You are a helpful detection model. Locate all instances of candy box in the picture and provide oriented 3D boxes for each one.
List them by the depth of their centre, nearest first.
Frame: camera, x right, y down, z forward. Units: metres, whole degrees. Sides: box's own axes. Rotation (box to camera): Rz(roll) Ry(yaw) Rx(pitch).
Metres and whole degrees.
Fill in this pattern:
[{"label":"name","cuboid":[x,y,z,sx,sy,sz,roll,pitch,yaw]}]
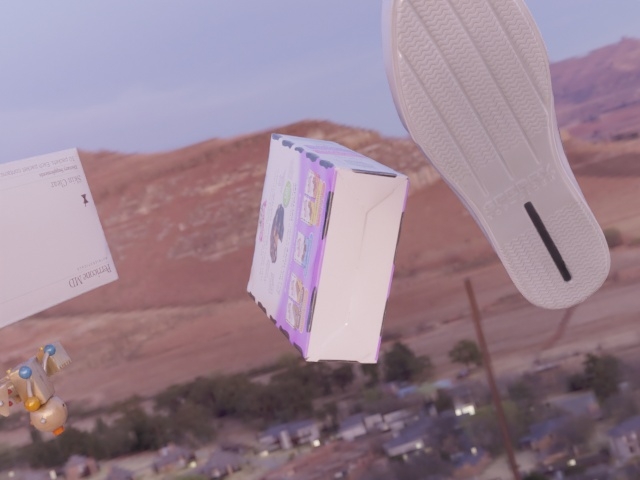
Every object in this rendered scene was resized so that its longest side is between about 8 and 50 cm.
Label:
[{"label":"candy box","cuboid":[0.000,0.000,0.954,0.070,0.164,0.196,5,13,-20]}]

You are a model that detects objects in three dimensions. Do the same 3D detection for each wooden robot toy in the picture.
[{"label":"wooden robot toy","cuboid":[-0.284,0.160,1.042,0.076,0.079,0.173,-33,6,4]}]

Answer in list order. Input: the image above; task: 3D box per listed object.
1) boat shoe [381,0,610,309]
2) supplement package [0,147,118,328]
[{"label":"boat shoe","cuboid":[0.119,-0.079,0.765,0.109,0.302,0.094,-27,29,2]},{"label":"supplement package","cuboid":[-0.363,0.022,1.001,0.204,0.145,0.262,-14,7,27]}]
